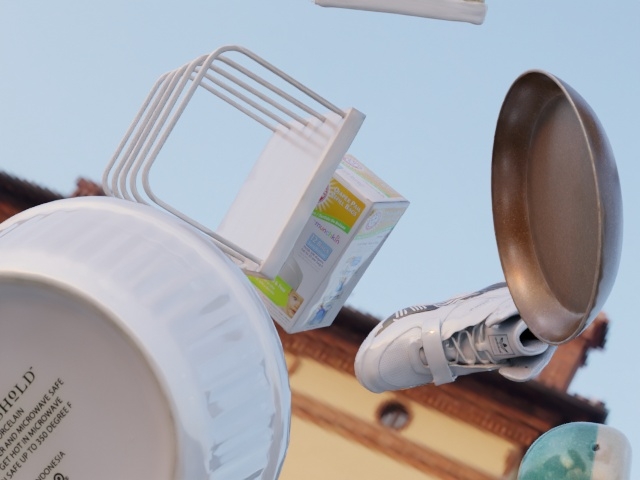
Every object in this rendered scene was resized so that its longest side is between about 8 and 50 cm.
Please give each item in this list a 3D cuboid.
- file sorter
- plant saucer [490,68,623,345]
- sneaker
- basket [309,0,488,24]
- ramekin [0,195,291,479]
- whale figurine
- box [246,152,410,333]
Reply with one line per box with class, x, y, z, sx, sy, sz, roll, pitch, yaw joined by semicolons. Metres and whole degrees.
file sorter;-0.110;-0.088;1.312;0.173;0.193;0.278;31;-8;-17
plant saucer;0.266;-0.038;1.364;0.050;0.310;0.310;-5;-32;-11
sneaker;0.241;0.170;2.028;0.210;0.366;0.137;-149;-140;-77
basket;0.073;-0.270;1.160;0.167;0.113;0.103;5;-76;-10
ramekin;-0.163;0.113;0.787;0.273;0.127;0.273;2;-81;15
whale figurine;0.321;0.356;1.578;0.141;0.216;0.272;10;-49;12
box;0.000;0.000;1.516;0.114;0.103;0.203;42;-69;22
